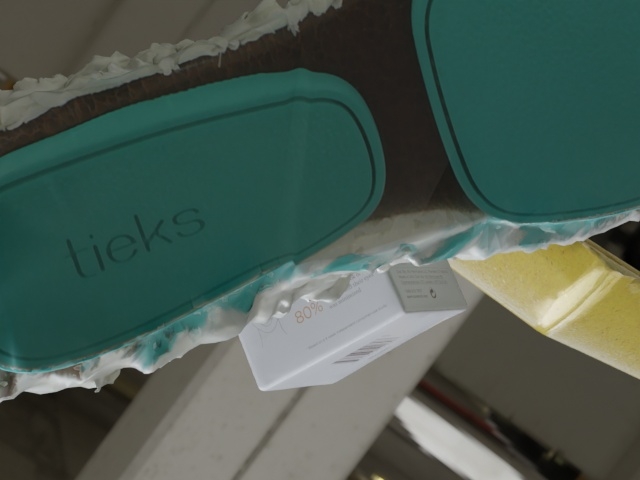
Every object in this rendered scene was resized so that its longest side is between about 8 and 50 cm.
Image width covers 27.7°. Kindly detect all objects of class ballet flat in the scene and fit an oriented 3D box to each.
[{"bbox_3d":[0.011,-0.052,0.547,0.409,0.147,0.147,-15,-144,-22],"label":"ballet flat"}]

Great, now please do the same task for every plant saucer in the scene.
[{"bbox_3d":[0.187,0.017,1.129,0.333,0.081,0.333,24,-169,-48],"label":"plant saucer"}]

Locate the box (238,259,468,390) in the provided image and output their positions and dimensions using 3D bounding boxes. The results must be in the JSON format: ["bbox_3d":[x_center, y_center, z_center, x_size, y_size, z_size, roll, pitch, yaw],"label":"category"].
[{"bbox_3d":[0.000,0.000,0.901,0.091,0.130,0.170,3,-119,-56],"label":"box"}]
